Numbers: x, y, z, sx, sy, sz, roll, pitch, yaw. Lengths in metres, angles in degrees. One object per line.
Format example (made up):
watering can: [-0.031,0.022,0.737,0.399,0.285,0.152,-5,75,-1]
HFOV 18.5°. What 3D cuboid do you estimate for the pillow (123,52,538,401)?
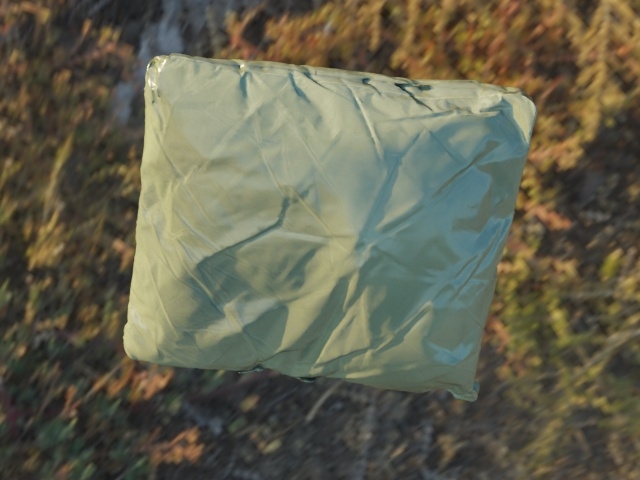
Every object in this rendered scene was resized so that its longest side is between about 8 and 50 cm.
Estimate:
pillow: [0.002,-0.001,1.445,0.280,0.274,0.076,7,33,-3]
